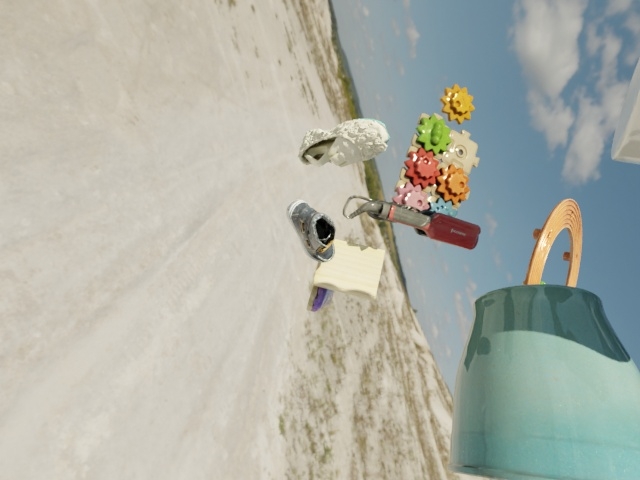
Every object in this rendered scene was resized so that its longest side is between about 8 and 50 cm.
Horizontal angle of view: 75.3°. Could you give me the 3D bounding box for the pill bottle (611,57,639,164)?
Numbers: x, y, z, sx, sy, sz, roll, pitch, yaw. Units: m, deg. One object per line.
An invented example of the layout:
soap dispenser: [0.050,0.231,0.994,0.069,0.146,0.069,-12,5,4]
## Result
pill bottle: [0.463,-0.112,0.367,0.176,0.318,0.176,-38,135,-50]

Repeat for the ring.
ring: [0.478,0.080,0.866,0.336,0.032,0.337,-12,108,-43]

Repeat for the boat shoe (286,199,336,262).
boat shoe: [0.000,0.000,0.819,0.083,0.065,0.183,32,-16,41]

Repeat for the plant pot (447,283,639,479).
plant pot: [0.324,0.210,0.599,0.272,0.271,0.255,62,32,-59]

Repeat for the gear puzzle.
gear puzzle: [0.268,-0.176,0.875,0.044,0.175,0.339,-9,-120,70]

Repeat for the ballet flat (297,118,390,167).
ballet flat: [0.055,-0.289,1.334,0.409,0.147,0.147,12,-58,58]

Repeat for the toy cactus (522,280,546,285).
toy cactus: [0.600,0.204,1.141,0.112,0.219,0.181,-141,-119,-71]

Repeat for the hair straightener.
hair straightener: [0.124,-0.028,0.608,0.089,0.230,0.047,28,-71,60]

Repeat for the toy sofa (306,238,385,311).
toy sofa: [0.072,0.112,1.093,0.362,0.150,0.177,59,45,-81]
